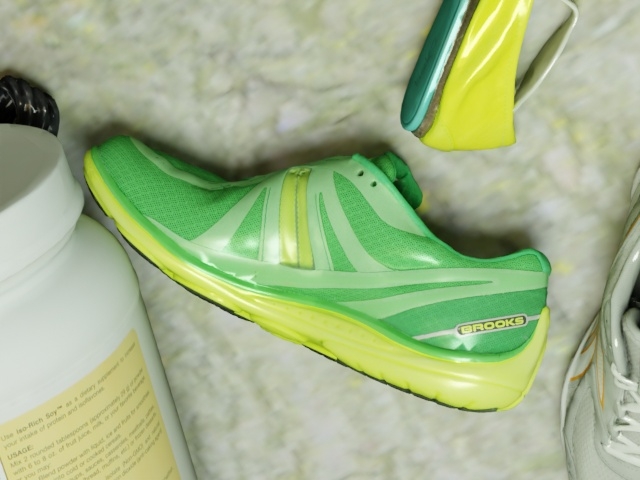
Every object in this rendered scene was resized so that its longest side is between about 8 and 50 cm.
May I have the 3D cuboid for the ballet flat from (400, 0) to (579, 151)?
[{"bbox_3d":[0.109,-0.150,0.902,0.077,0.077,0.231,13,116,-9],"label":"ballet flat"}]

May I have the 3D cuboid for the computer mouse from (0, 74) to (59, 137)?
[{"bbox_3d":[-0.310,-0.096,1.060,0.272,0.072,0.188,36,114,-9],"label":"computer mouse"}]

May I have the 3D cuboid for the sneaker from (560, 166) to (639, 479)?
[{"bbox_3d":[0.180,0.068,0.916,0.099,0.121,0.262,13,112,15],"label":"sneaker"}]

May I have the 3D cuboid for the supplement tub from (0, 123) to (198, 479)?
[{"bbox_3d":[-0.201,0.123,0.977,0.241,0.241,0.331,-5,115,20],"label":"supplement tub"}]

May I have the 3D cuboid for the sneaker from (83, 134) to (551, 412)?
[{"bbox_3d":[0.000,0.000,0.980,0.295,0.109,0.123,23,85,15],"label":"sneaker"}]
